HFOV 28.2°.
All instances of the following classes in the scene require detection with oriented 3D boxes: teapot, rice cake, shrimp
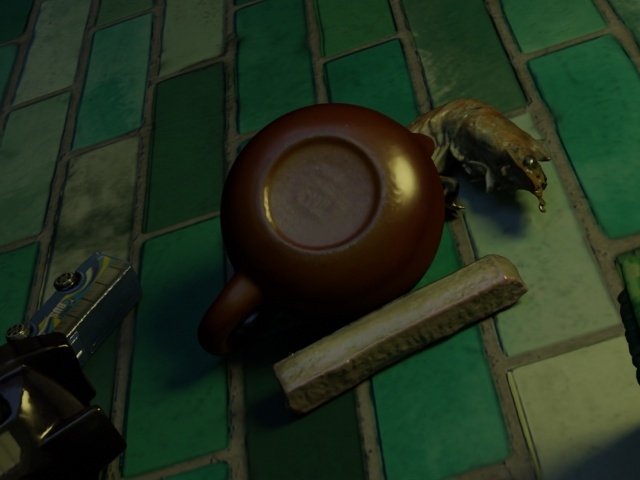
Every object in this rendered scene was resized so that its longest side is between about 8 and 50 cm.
[{"bbox_3d":[0.000,0.000,1.020,0.252,0.135,0.178,-47,66,-4],"label":"teapot"},{"bbox_3d":[0.060,0.067,0.954,0.207,0.036,0.047,-27,46,-8],"label":"rice cake"},{"bbox_3d":[0.121,-0.063,1.092,0.126,0.047,0.223,-34,29,-5],"label":"shrimp"}]

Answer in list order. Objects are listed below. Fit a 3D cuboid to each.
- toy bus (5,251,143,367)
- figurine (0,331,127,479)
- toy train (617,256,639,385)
[{"bbox_3d":[-0.217,0.075,1.095,0.061,0.051,0.153,9,44,31],"label":"toy bus"},{"bbox_3d":[-0.270,0.185,0.884,0.308,0.143,0.308,-7,52,9],"label":"figurine"},{"bbox_3d":[0.283,0.097,0.681,0.202,0.145,0.266,-18,33,13],"label":"toy train"}]
